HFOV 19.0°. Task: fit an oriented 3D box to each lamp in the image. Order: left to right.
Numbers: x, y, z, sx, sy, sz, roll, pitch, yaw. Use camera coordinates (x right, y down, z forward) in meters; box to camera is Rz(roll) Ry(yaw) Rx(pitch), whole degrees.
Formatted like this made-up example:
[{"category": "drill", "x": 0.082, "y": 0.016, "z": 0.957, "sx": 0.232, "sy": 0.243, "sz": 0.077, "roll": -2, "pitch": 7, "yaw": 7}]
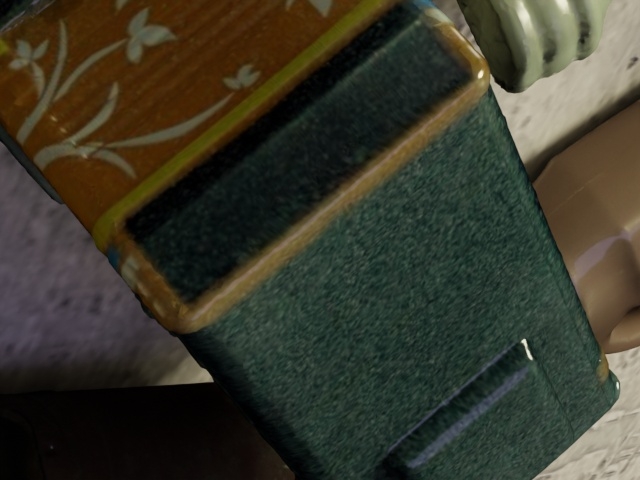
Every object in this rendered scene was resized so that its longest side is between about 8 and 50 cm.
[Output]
[{"category": "lamp", "x": 0.144, "y": -0.129, "z": 0.759, "sx": 0.193, "sy": 0.106, "sz": 0.106, "roll": -26, "pitch": 146, "yaw": -7}]

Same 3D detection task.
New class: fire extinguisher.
[{"category": "fire extinguisher", "x": -0.037, "y": 0.100, "z": 0.835, "sx": 0.268, "sy": 0.089, "sz": 0.072, "roll": 1, "pitch": 106, "yaw": -48}]

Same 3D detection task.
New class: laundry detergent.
[{"category": "laundry detergent", "x": 0.166, "y": 0.001, "z": 0.949, "sx": 0.237, "sy": 0.076, "sz": 0.171, "roll": -33, "pitch": 147, "yaw": -14}]

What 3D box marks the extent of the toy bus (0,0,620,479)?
[{"category": "toy bus", "x": 0.000, "y": 0.000, "z": 0.684, "sx": 0.138, "sy": 0.167, "sz": 0.275, "roll": -40, "pitch": 149, "yaw": -5}]
